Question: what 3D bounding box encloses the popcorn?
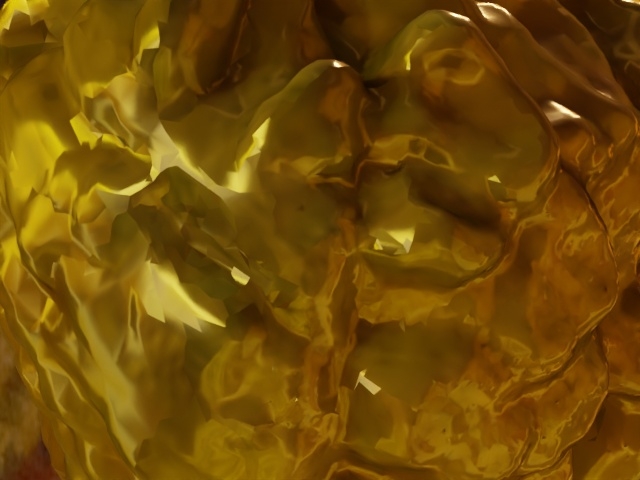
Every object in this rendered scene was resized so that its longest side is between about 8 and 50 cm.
[{"bbox_3d":[0.006,-0.006,0.497,0.225,0.249,0.249,-26,82,-38],"label":"popcorn"}]
